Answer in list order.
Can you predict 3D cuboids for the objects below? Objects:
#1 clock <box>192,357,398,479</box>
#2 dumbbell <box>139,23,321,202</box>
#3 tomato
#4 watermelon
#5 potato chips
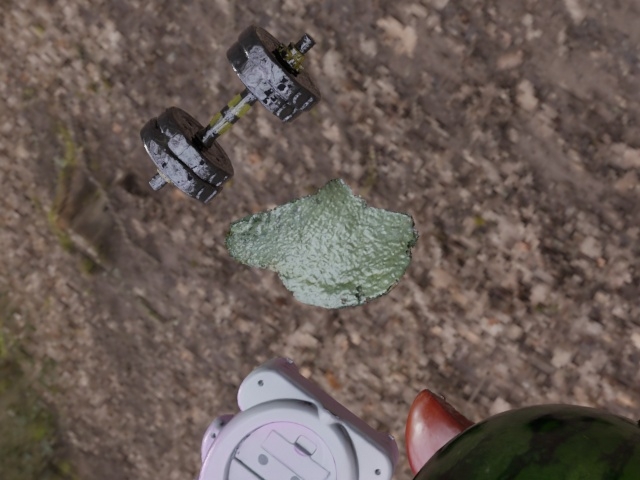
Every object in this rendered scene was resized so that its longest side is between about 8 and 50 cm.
[{"bbox_3d":[-0.048,0.300,1.361,0.227,0.248,0.090,37,-169,7],"label":"clock"},{"bbox_3d":[-0.157,-0.220,1.872,0.185,0.388,0.185,45,-167,-13],"label":"dumbbell"},{"bbox_3d":[0.140,0.218,0.974,0.166,0.082,0.174,38,178,25],"label":"tomato"},{"bbox_3d":[0.160,0.227,0.700,0.242,0.242,0.242,32,163,11],"label":"watermelon"},{"bbox_3d":[-0.001,0.003,1.354,0.228,0.167,0.059,25,-169,-8],"label":"potato chips"}]
